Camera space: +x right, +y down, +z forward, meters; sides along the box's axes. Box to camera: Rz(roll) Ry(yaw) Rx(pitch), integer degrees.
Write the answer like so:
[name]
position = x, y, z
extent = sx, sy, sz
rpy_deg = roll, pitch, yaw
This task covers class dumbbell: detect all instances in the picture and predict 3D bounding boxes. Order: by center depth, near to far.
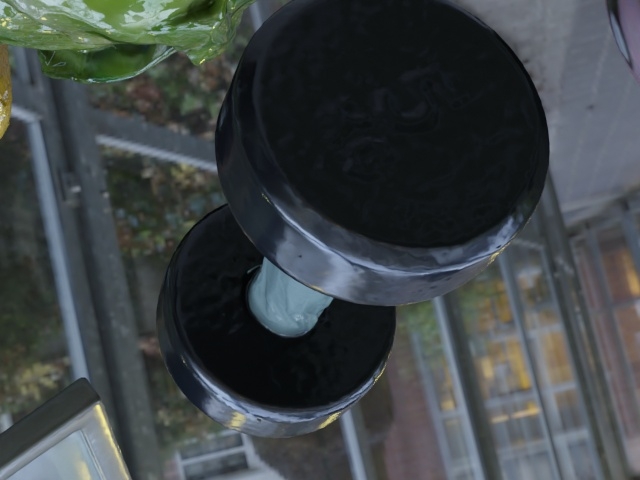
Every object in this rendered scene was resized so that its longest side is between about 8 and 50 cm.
[dumbbell]
position = 0.000, 0.000, 0.437
extent = 0.100, 0.100, 0.191
rpy_deg = -10, 160, -20

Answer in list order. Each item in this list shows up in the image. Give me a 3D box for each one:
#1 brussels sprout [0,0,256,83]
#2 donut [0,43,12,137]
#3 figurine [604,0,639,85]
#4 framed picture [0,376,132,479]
[brussels sprout]
position = -0.125, -0.208, 0.717
extent = 0.294, 0.227, 0.259
rpy_deg = -25, -163, -34
[donut]
position = -0.374, -0.107, 0.978
extent = 0.277, 0.108, 0.277
rpy_deg = -21, 157, -9
[figurine]
position = 0.276, -0.145, 0.640
extent = 0.261, 0.211, 0.269
rpy_deg = -12, -168, -13
[framed picture]
position = -0.184, 0.194, 0.642
extent = 0.213, 0.016, 0.289
rpy_deg = -35, 156, -19
